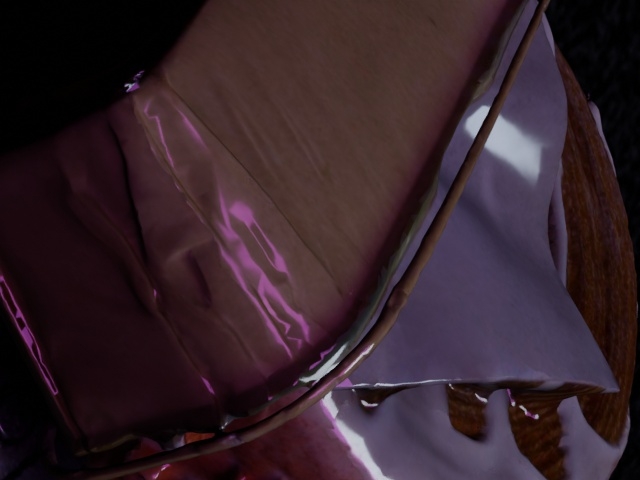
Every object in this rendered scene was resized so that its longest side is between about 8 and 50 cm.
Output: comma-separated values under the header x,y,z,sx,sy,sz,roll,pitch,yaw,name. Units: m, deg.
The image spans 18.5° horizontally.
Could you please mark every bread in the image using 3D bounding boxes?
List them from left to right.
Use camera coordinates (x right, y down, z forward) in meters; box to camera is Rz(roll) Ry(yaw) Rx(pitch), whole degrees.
x,y,z,sx,sy,sz,roll,pitch,yaw,name
0.000,0.000,0.570,0.212,0.142,0.224,56,39,-25,bread

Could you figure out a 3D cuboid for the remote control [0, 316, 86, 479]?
x,y,z,sx,sy,sz,roll,pitch,yaw,name
-0.098,0.075,0.578,0.090,0.066,0.266,-47,128,-45,remote control
